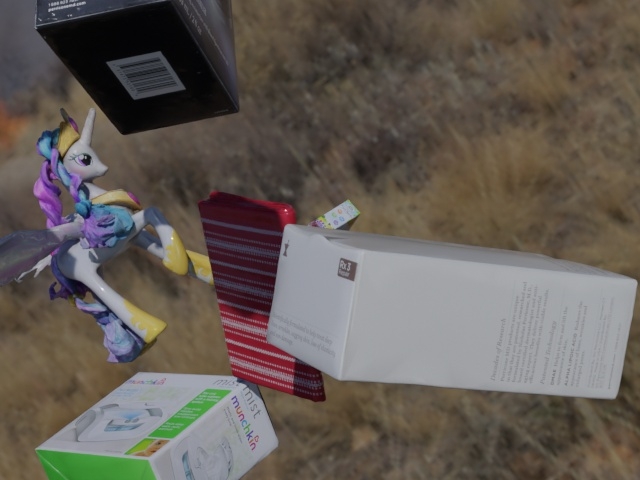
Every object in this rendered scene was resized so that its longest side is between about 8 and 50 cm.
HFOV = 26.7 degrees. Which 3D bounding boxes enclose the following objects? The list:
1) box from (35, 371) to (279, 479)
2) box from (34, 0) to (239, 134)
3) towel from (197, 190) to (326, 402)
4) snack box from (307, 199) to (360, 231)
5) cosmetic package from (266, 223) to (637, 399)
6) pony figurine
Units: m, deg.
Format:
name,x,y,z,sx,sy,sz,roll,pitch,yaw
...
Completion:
name,x,y,z,sx,sy,sz,roll,pitch,yaw
box,-0.235,0.303,1.968,0.262,0.127,0.231,-3,24,43
box,-0.232,-0.342,1.742,0.182,0.296,0.294,-10,67,10
towel,-0.077,0.073,1.817,0.031,0.275,0.199,-22,20,-36
snack box,0.000,0.000,2.292,0.100,0.037,0.141,-34,-14,-37
cosmetic package,0.155,0.084,1.604,0.217,0.385,0.156,-160,77,-65
pony figurine,-0.375,0.016,2.130,0.351,0.363,0.303,-44,-1,16
